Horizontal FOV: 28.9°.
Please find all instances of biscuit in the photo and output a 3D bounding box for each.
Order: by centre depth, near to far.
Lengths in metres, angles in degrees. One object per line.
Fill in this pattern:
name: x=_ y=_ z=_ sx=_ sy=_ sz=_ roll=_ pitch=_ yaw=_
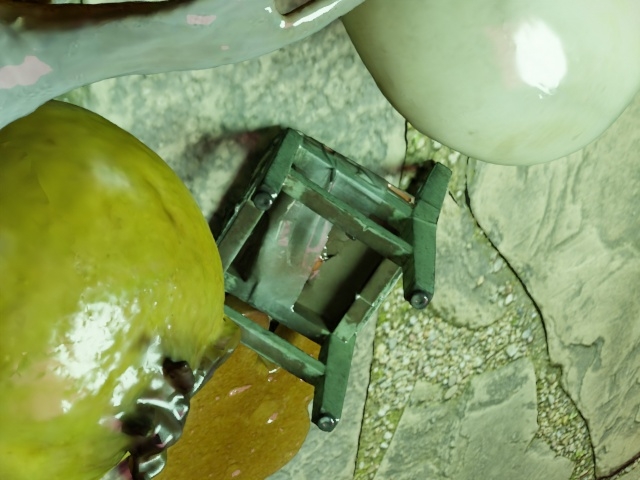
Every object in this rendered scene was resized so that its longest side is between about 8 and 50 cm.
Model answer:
biscuit: x=-0.080 y=0.158 z=1.080 sx=0.186 sy=0.044 sz=0.295 roll=1 pitch=126 yaw=-40

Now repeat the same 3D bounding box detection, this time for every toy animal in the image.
toy animal: x=-0.119 y=-0.078 z=0.526 sx=0.302 sy=0.284 sz=0.225 roll=-63 pitch=156 yaw=-26

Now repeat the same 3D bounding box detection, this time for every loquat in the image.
loquat: x=-0.159 y=0.037 z=0.704 sx=0.243 sy=0.244 sz=0.244 roll=-25 pitch=142 yaw=-22

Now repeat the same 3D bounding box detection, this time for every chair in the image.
chair: x=0.000 y=0.000 z=0.933 sx=0.136 sy=0.147 sz=0.270 roll=-56 pitch=-174 yaw=24

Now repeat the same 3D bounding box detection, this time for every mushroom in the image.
mushroom: x=0.098 y=-0.165 z=0.778 sx=0.246 sy=0.202 sz=0.246 roll=6 pitch=82 yaw=-43
